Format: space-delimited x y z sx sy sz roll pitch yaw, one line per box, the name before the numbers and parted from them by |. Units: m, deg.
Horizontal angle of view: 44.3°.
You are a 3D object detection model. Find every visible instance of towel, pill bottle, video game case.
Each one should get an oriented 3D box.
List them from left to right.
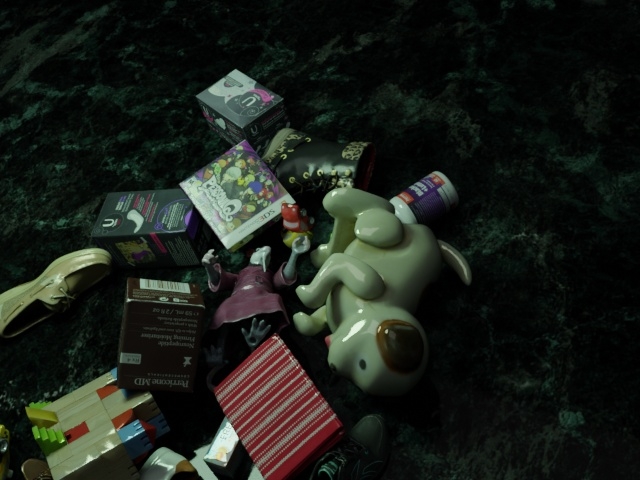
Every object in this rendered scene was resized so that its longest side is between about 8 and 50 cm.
video game case | -0.209 -0.113 1.992 0.210 0.042 0.232 -35 69 -9
towel | -0.090 0.351 1.623 0.199 0.031 0.275 -43 55 5
pill bottle | 0.238 -0.080 1.958 0.193 0.108 0.108 -33 49 -13

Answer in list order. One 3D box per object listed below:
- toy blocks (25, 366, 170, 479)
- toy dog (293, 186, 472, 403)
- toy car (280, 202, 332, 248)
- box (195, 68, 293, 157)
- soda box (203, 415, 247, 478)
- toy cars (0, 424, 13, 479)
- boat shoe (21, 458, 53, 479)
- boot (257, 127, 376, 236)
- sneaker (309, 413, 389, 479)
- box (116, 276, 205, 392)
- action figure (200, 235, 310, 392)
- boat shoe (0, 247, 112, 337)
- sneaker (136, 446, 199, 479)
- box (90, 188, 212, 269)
toy blocks | -0.453 0.404 1.685 0.261 0.191 0.381 -28 27 -18
toy dog | 0.128 0.152 1.719 0.395 0.284 0.408 15 49 -11
toy car | 0.000 0.000 1.933 0.225 0.239 0.053 22 73 3
box | -0.221 -0.374 2.322 0.163 0.142 0.247 -39 51 -17
soda box | -0.178 0.410 1.688 0.058 0.063 0.183 11 54 25
toy cars | -0.675 0.571 1.684 0.176 0.087 0.394 -42 54 -2
boat shoe | -0.596 0.527 1.711 0.178 0.060 0.064 30 64 34
boot | -0.034 -0.149 2.085 0.284 0.138 0.377 8 48 22
sneaker | 0.053 0.450 1.560 0.101 0.106 0.267 18 56 29
box | -0.353 0.205 1.730 0.168 0.203 0.167 6 13 -16
action figure | -0.146 0.143 1.860 0.248 0.276 0.370 -1 30 4
boat shoe | -0.684 0.141 2.040 0.341 0.122 0.110 -30 53 3
sneaker | -0.356 0.557 1.584 0.123 0.106 0.290 16 55 30
box | -0.439 -0.031 2.088 0.270 0.143 0.165 -2 48 14
